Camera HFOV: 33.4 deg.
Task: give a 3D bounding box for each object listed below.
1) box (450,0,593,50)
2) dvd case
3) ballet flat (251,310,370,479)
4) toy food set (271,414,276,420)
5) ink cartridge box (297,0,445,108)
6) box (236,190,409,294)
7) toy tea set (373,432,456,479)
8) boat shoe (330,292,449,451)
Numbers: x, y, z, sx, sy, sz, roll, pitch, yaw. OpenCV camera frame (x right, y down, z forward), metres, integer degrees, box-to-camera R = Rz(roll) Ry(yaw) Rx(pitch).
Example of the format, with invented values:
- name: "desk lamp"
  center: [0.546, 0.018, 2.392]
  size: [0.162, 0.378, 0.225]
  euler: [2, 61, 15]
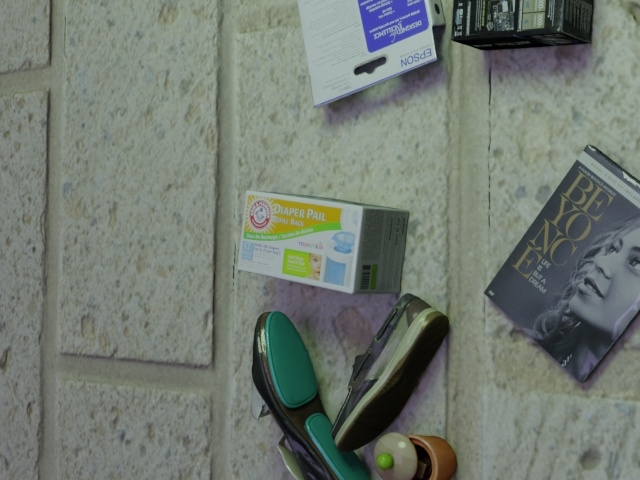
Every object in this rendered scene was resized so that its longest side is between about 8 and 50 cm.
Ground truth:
- name: "box"
  center: [0.237, -0.319, 1.240]
  size: [0.147, 0.078, 0.180]
  euler: [3, 90, 39]
- name: "dvd case"
  center: [0.303, 0.027, 1.213]
  size: [0.164, 0.018, 0.221]
  euler: [45, 115, 31]
- name: "ballet flat"
  center: [-0.038, 0.234, 1.414]
  size: [0.096, 0.095, 0.280]
  euler: [-34, 75, 33]
- name: "toy food set"
  center: [-0.045, 0.219, 1.486]
  size: [0.083, 0.020, 0.082]
  euler: [-12, 81, 38]
- name: "ink cartridge box"
  center: [0.062, -0.298, 1.402]
  size: [0.206, 0.045, 0.208]
  euler: [-16, 78, 37]
- name: "box"
  center: [0.000, 0.000, 1.404]
  size: [0.203, 0.103, 0.114]
  euler: [9, 94, 39]
- name: "toy tea set"
  center: [0.117, 0.402, 1.281]
  size: [0.200, 0.124, 0.336]
  euler: [-34, 68, 33]
- name: "boat shoe"
  center: [0.078, 0.167, 1.357]
  size: [0.073, 0.080, 0.223]
  euler: [45, 110, 37]
